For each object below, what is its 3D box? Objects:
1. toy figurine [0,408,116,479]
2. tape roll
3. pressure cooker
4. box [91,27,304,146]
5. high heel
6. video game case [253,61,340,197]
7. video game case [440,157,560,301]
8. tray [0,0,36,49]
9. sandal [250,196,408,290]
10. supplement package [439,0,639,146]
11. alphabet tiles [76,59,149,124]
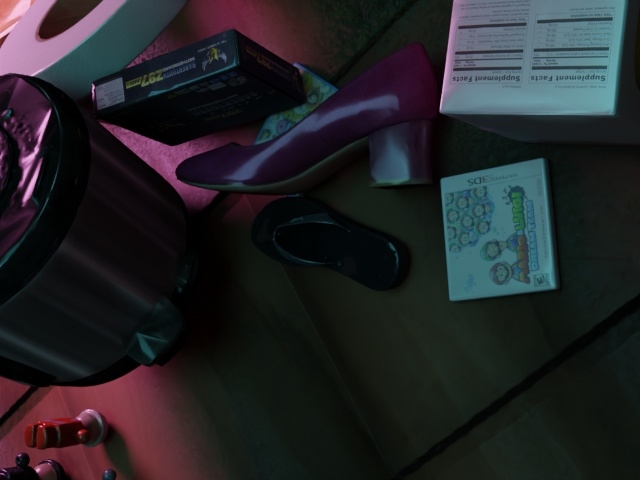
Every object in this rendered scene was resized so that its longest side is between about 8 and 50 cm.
[{"bbox_3d":[-0.394,0.391,1.573,0.213,0.148,0.209,-49,65,20],"label":"toy figurine"},{"bbox_3d":[-0.329,-0.353,1.523,0.392,0.072,0.392,-28,35,22],"label":"tape roll"},{"bbox_3d":[-0.375,0.013,1.432,0.376,0.420,0.369,-15,61,19],"label":"pressure cooker"},{"bbox_3d":[-0.165,-0.203,1.390,0.233,0.183,0.059,-14,77,24],"label":"box"},{"bbox_3d":[-0.024,-0.154,1.344,0.377,0.127,0.181,-1,89,19],"label":"high heel"},{"bbox_3d":[-0.032,-0.154,1.431,0.119,0.015,0.166,38,108,33],"label":"video game case"},{"bbox_3d":[0.215,-0.011,1.224,0.143,0.019,0.157,-10,79,37],"label":"video game case"},{"bbox_3d":[-0.630,-0.421,1.882,0.411,0.076,0.202,-22,72,34],"label":"tray"},{"bbox_3d":[0.001,-0.001,1.355,0.255,0.054,0.097,14,103,37],"label":"sandal"},{"bbox_3d":[0.275,-0.246,1.090,0.198,0.199,0.262,6,89,37],"label":"supplement package"},{"bbox_3d":[-0.229,-0.212,1.472,0.237,0.198,0.009,-20,76,34],"label":"alphabet tiles"}]
